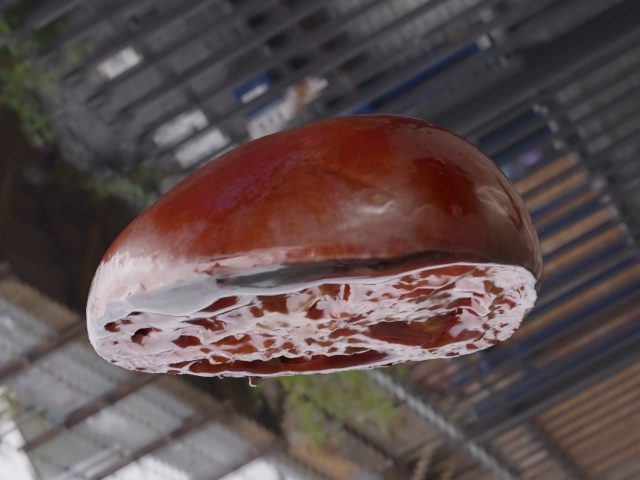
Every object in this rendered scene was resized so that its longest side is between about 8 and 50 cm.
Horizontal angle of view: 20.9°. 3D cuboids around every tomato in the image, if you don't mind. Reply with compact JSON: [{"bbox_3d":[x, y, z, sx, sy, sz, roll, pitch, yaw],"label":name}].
[{"bbox_3d":[-0.006,-0.001,0.663,0.166,0.174,0.082,77,-171,-74],"label":"tomato"}]
